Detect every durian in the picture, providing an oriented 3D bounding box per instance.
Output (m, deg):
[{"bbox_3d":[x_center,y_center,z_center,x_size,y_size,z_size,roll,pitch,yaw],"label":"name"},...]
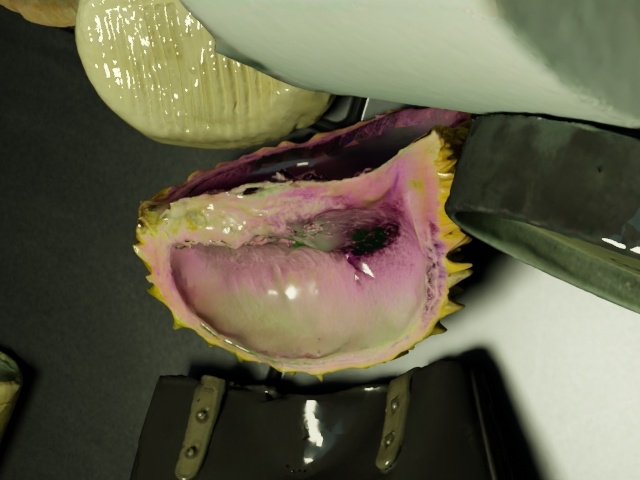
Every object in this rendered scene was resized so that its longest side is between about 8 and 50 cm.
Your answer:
[{"bbox_3d":[0.008,0.004,0.994,0.260,0.154,0.186,4,105,34],"label":"durian"}]

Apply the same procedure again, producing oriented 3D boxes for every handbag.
[{"bbox_3d":[-0.006,0.227,1.033,0.342,0.152,0.288,-7,76,26],"label":"handbag"}]

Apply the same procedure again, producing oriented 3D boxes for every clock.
[{"bbox_3d":[0.200,0.010,0.812,0.280,0.280,0.055,21,86,23],"label":"clock"}]

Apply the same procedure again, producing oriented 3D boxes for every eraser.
[{"bbox_3d":[0.063,-0.124,0.808,0.290,0.189,0.104,16,82,55],"label":"eraser"}]

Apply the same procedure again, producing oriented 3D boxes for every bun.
[{"bbox_3d":[-0.072,-0.142,1.045,0.188,0.111,0.164,-3,110,23],"label":"bun"}]

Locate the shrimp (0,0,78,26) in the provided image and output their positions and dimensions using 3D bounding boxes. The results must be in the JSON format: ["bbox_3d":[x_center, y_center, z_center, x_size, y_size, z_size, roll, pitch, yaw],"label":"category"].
[{"bbox_3d":[-0.229,-0.235,1.133,0.254,0.059,0.145,10,124,19],"label":"shrimp"}]

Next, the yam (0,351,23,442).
[{"bbox_3d":[-0.341,0.250,1.235,0.083,0.083,0.371,34,109,20],"label":"yam"}]
